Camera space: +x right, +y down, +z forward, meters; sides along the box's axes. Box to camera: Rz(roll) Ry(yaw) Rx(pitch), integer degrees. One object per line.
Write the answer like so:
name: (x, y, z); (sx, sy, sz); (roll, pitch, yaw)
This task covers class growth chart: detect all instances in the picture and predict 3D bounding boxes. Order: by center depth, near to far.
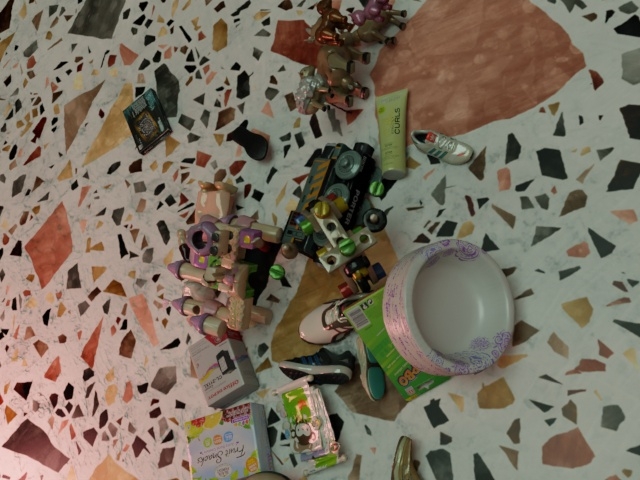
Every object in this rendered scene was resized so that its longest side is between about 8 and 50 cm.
growth chart: (-0.034, 0.440, 1.812); (0.172, 0.021, 0.237); (-40, 63, 35)

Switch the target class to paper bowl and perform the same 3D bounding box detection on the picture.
paper bowl: (0.261, 0.147, 1.627); (0.148, 0.284, 0.284); (-22, 59, 61)

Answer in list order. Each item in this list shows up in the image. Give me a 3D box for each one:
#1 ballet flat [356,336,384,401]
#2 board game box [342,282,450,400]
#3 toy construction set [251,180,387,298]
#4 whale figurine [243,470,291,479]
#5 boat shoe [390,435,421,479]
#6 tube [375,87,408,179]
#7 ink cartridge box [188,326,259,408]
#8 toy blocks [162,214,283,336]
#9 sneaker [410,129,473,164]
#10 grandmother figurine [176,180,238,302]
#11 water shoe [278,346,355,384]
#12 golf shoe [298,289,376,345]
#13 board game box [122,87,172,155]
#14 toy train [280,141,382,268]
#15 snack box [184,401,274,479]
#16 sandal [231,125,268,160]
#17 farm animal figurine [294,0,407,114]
ballet flat: (0.115, 0.299, 1.789); (0.052, 0.057, 0.168); (-34, 53, 48)
board game box: (0.174, 0.230, 1.711); (0.124, 0.039, 0.259); (-33, 95, 17)
toy construction set: (0.000, 0.000, 1.682); (0.309, 0.237, 0.257); (-8, 82, 6)
whale figurine: (-0.081, 0.651, 1.752); (0.272, 0.141, 0.216); (37, 95, 8)
boat shoe: (0.193, 0.526, 1.664); (0.072, 0.068, 0.189); (6, 87, 18)
tube: (0.180, -0.271, 1.921); (0.070, 0.062, 0.240); (6, 67, -11)
ink cartridge box: (-0.251, 0.328, 1.963); (0.127, 0.072, 0.175); (-33, 61, 16)
toy blocks: (-0.286, 0.073, 1.885); (0.260, 0.309, 0.288); (13, 100, 25)
sneaker: (0.288, -0.230, 1.834); (0.161, 0.075, 0.057); (23, 87, 33)
grandmother figurine: (-0.306, 0.012, 2.083); (0.208, 0.104, 0.342); (4, 79, 40)
water shoe: (-0.005, 0.303, 1.849); (0.203, 0.073, 0.080); (0, 47, 31)
golf shoe: (0.051, 0.173, 1.817); (0.273, 0.120, 0.105); (-22, 66, 23)
board game box: (-0.540, -0.372, 2.373); (0.126, 0.026, 0.186); (-35, 61, 15)
toy train: (0.026, -0.096, 1.911); (0.190, 0.142, 0.333); (13, 81, 41)
snack box: (-0.229, 0.515, 1.894); (0.207, 0.070, 0.174); (-21, 65, 23)
sandal: (-0.191, -0.273, 2.144); (0.067, 0.040, 0.179); (-49, 43, 1)
farm animal figurine: (0.054, -0.498, 1.973); (0.172, 0.330, 0.326); (27, 117, 30)
